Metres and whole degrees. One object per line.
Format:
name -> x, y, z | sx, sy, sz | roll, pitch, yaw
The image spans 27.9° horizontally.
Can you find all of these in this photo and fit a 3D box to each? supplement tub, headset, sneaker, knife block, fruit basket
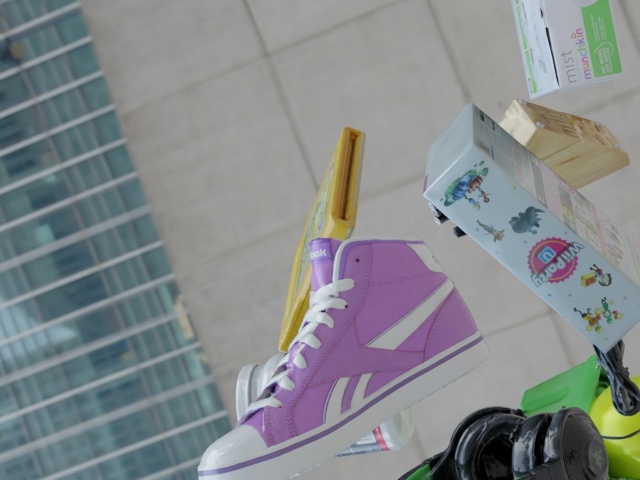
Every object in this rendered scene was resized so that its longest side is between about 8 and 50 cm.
supplement tub -> 0.012, 0.276, 2.198 | 0.191, 0.272, 0.191 | -9, -90, -76
headset -> 0.260, 0.251, 1.637 | 0.243, 0.394, 0.185 | -11, 97, 60
sneaker -> -0.006, 0.089, 1.060 | 0.102, 0.282, 0.161 | -23, 95, 59
knife block -> 0.316, -0.094, 2.045 | 0.276, 0.242, 0.088 | 11, -146, -29
fruit basket -> 0.486, 0.347, 2.072 | 0.283, 0.392, 0.392 | 61, -170, -22

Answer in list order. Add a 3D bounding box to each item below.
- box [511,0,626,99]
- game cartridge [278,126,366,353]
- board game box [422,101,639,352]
box -> 0.420, -0.392, 2.251 | 0.231, 0.127, 0.261 | -172, 71, -87
game cartridge -> 0.000, 0.000, 2.306 | 0.285, 0.053, 0.323 | -81, 13, -52
board game box -> 0.275, -0.024, 1.640 | 0.303, 0.097, 0.224 | 39, -160, -7
